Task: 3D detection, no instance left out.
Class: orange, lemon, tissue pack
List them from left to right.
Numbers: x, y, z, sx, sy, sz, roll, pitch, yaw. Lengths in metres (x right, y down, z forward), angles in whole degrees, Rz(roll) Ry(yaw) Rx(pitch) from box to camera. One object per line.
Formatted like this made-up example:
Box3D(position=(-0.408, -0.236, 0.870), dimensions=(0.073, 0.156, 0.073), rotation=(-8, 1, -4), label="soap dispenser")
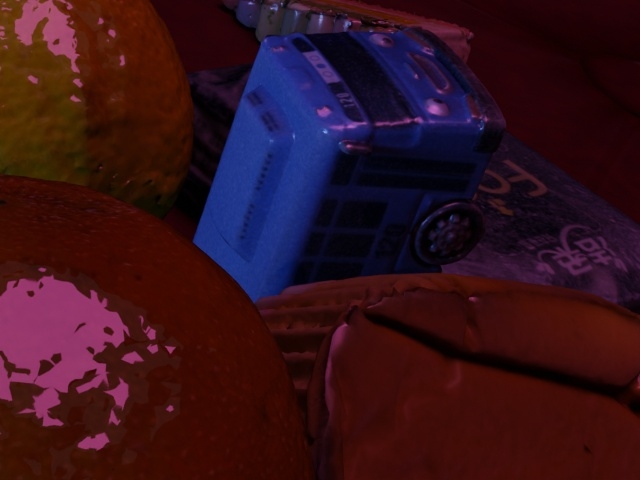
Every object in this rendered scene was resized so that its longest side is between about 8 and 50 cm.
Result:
Box3D(position=(-0.122, 0.105, 0.706), dimensions=(0.264, 0.264, 0.264), rotation=(17, 29, -10), label="orange")
Box3D(position=(-0.172, -0.076, 1.025), dimensions=(0.192, 0.192, 0.231), rotation=(-5, 63, -40), label="lemon")
Box3D(position=(0.071, -0.013, 1.192), dimensions=(0.315, 0.103, 0.228), rotation=(39, 34, 29), label="tissue pack")

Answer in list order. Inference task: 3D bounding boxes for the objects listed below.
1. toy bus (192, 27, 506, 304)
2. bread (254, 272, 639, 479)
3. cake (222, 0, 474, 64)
Box3D(position=(0.000, 0.000, 0.984), dimensions=(0.133, 0.234, 0.116), rotation=(3, 34, -28), label="toy bus")
Box3D(position=(0.067, 0.119, 0.885), dimensions=(0.288, 0.204, 0.156), rotation=(0, -6, -36), label="bread")
Box3D(position=(0.016, -0.160, 1.475), dimensions=(0.109, 0.090, 0.225), rotation=(-7, 21, -39), label="cake")
